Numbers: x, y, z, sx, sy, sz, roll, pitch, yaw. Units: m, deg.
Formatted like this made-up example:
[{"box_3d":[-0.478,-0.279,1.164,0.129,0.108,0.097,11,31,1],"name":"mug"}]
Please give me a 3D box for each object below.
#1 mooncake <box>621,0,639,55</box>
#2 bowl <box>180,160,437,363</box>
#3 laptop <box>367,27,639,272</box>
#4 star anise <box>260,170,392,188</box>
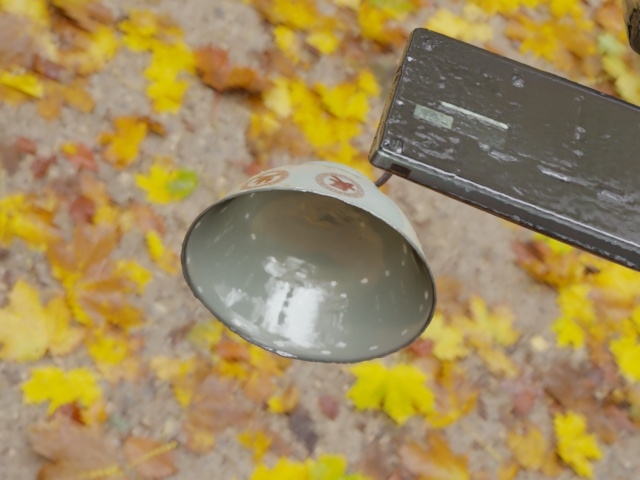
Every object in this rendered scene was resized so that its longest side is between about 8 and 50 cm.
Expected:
[{"box_3d":[0.287,-0.212,1.193,0.104,0.168,0.175,6,28,5],"name":"mooncake"},{"box_3d":[0.000,0.000,2.008,0.337,0.337,0.157,25,49,-10],"name":"bowl"},{"box_3d":[0.140,-0.058,0.943,0.207,0.026,0.154,22,44,-2],"name":"laptop"},{"box_3d":[0.055,-0.093,2.076,0.218,0.227,0.148,51,8,24],"name":"star anise"}]
